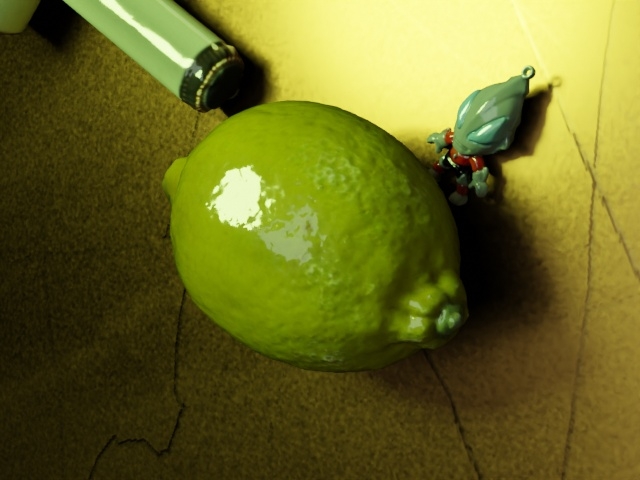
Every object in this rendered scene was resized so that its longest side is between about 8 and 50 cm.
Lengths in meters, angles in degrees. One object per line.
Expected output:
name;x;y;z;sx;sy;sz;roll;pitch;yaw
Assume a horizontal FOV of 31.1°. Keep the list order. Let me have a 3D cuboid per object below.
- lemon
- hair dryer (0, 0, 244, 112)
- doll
lemon;0.000;0.000;0.797;0.248;0.184;0.184;28;105;25
hair dryer;-0.188;-0.220;0.965;0.362;0.128;0.203;40;109;18
doll;0.113;-0.079;0.808;0.114;0.039;0.057;-58;28;31
